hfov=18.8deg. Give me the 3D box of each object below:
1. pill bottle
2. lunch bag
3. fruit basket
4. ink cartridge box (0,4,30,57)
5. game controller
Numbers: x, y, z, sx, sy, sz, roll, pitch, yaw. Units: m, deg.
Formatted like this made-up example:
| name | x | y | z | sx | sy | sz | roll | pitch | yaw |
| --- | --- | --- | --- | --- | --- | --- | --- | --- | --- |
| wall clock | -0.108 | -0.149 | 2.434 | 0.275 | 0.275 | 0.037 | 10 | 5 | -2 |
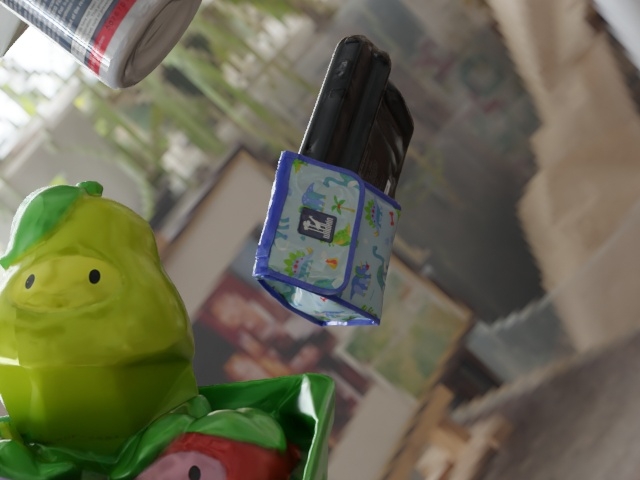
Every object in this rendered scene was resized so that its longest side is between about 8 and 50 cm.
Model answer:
| name | x | y | z | sx | sy | sz | roll | pitch | yaw |
| --- | --- | --- | --- | --- | --- | --- | --- | --- | --- |
| pill bottle | -0.179 | -0.197 | 1.343 | 0.108 | 0.180 | 0.108 | -52 | -7 | -10 |
| lunch bag | 0.000 | 0.000 | 1.836 | 0.096 | 0.151 | 0.128 | -5 | 65 | 40 |
| fruit basket | -0.177 | 0.151 | 1.518 | 0.392 | 0.392 | 0.283 | -43 | 10 | 19 |
| ink cartridge box | -0.239 | -0.324 | 1.729 | 0.207 | 0.117 | 0.283 | -54 | 4 | 44 |
| game controller | 0.036 | -0.085 | 2.158 | 0.067 | 0.166 | 0.319 | -3 | 42 | 21 |
